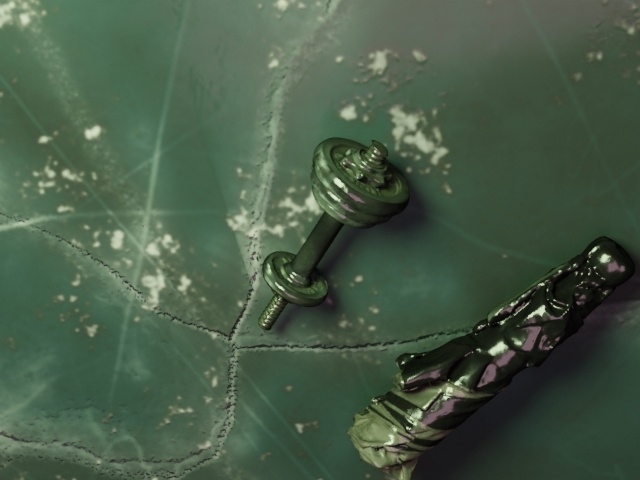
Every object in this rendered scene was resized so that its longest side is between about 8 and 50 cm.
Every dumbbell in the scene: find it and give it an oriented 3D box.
[{"bbox_3d":[0.000,0.000,1.438,0.110,0.110,0.254,29,118,-8],"label":"dumbbell"}]

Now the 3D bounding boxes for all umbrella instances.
[{"bbox_3d":[0.177,0.114,1.472,0.357,0.113,0.106,-41,101,12],"label":"umbrella"}]
